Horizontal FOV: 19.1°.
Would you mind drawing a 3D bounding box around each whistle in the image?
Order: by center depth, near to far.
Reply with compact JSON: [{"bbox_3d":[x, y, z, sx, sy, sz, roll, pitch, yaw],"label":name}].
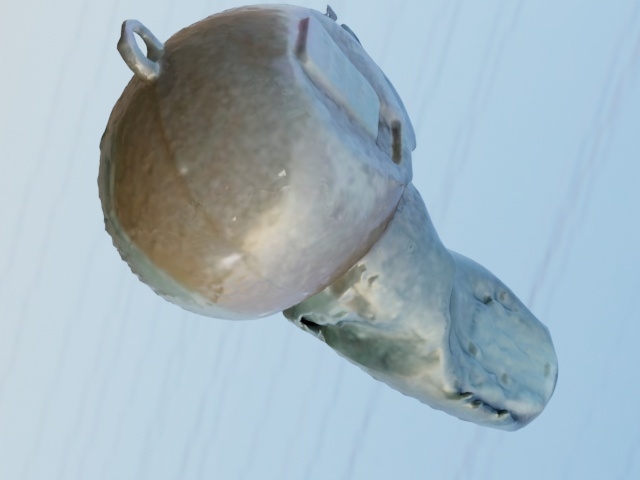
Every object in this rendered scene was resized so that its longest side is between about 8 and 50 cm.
[{"bbox_3d":[0.000,0.000,1.075,0.189,0.348,0.189,-36,-152,23],"label":"whistle"}]
